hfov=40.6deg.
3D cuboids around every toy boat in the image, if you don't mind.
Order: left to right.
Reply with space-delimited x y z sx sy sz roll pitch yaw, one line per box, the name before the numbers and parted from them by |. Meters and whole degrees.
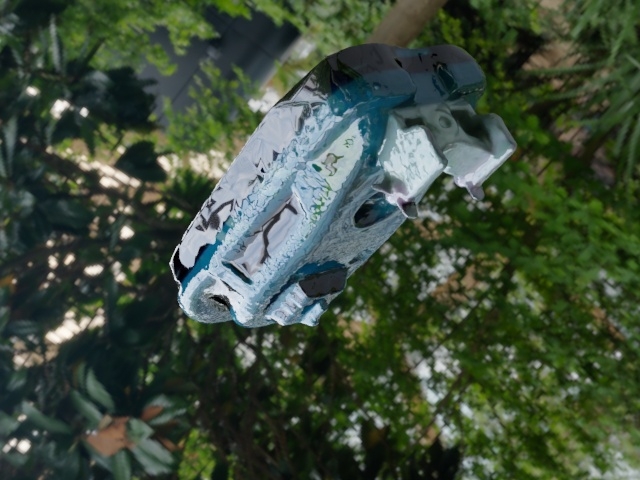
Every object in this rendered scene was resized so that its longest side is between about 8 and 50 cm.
toy boat | 0.000 0.000 0.573 0.134 0.299 0.092 -12 -114 -35
